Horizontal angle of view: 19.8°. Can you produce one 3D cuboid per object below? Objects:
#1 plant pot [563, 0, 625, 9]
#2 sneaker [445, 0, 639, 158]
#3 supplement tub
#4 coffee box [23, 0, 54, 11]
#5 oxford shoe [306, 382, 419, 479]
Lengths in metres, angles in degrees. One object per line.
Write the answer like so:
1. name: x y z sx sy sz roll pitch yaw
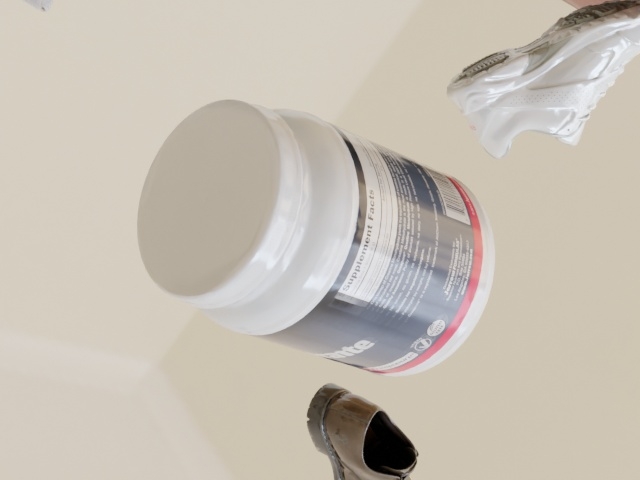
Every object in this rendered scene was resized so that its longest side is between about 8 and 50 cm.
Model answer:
1. plant pot: 0.356 -0.336 1.859 0.267 0.267 0.236 30 157 -5
2. sneaker: 0.245 -0.155 1.797 0.090 0.232 0.115 -97 -18 -73
3. supplement tub: 0.000 0.000 1.555 0.272 0.191 0.191 20 -155 -43
4. coffee box: -0.268 -0.466 1.559 0.338 0.338 0.334 30 -151 -14
5. oxford shoe: 0.066 0.251 2.004 0.096 0.082 0.227 15 151 37
